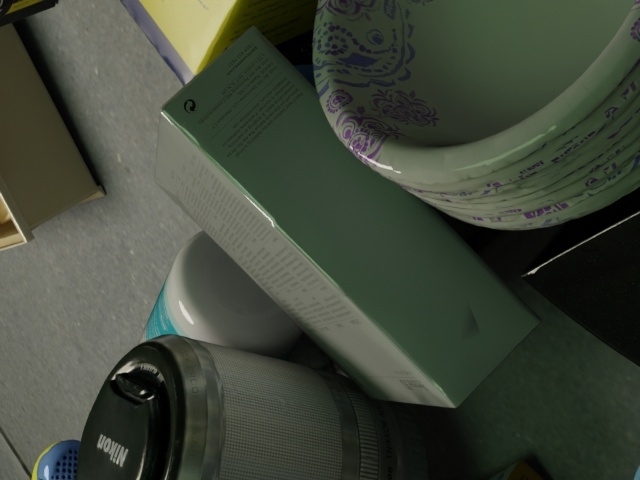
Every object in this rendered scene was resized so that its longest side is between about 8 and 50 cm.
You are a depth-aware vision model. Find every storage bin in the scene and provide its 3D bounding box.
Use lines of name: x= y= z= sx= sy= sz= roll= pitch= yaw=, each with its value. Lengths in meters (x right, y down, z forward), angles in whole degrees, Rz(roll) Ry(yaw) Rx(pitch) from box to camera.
storage bin: x=-0.414 y=-0.124 z=1.761 sx=0.260 sy=0.123 sz=0.262 roll=-12 pitch=108 yaw=54

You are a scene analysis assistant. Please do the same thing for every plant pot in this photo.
plant pot: x=0.276 y=0.003 z=0.942 sx=0.167 sy=0.187 sz=0.188 roll=50 pitch=146 yaw=-5

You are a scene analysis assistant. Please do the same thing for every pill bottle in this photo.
pill bottle: x=-0.109 y=0.108 z=1.530 sx=0.146 sy=0.146 sz=0.264 roll=50 pitch=145 yaw=16

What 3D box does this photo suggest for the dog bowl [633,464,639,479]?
dog bowl: x=0.352 y=0.247 z=1.102 sx=0.297 sy=0.074 sz=0.166 roll=49 pitch=144 yaw=18

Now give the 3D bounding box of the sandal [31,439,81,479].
sandal: x=-0.259 y=0.396 z=1.965 sx=0.138 sy=0.126 sz=0.317 roll=-22 pitch=104 yaw=52

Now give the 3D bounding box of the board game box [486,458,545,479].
board game box: x=0.076 y=0.353 z=1.381 sx=0.064 sy=0.242 sz=0.316 roll=42 pitch=145 yaw=0

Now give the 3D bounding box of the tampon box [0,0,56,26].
tampon box: x=-0.372 y=-0.313 z=1.585 sx=0.161 sy=0.120 sz=0.101 roll=44 pitch=142 yaw=23

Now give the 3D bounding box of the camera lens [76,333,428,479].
camera lens: x=-0.069 y=0.214 z=1.360 sx=0.219 sy=0.274 sz=0.219 roll=-32 pitch=50 yaw=48

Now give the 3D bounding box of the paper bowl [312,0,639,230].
paper bowl: x=0.145 y=-0.143 z=0.951 sx=0.284 sy=0.148 sz=0.284 roll=-23 pitch=54 yaw=36

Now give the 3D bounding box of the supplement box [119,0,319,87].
supplement box: x=-0.025 y=-0.306 z=1.080 sx=0.195 sy=0.194 sz=0.356 roll=53 pitch=145 yaw=11

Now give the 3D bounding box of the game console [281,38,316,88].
game console: x=0.017 y=-0.112 z=1.280 sx=0.071 sy=0.107 sz=0.122 roll=-112 pitch=22 yaw=-45

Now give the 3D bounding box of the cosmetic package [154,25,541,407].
cosmetic package: x=0.000 y=0.000 z=1.176 sx=0.284 sy=0.097 sz=0.377 roll=48 pitch=171 yaw=-1
